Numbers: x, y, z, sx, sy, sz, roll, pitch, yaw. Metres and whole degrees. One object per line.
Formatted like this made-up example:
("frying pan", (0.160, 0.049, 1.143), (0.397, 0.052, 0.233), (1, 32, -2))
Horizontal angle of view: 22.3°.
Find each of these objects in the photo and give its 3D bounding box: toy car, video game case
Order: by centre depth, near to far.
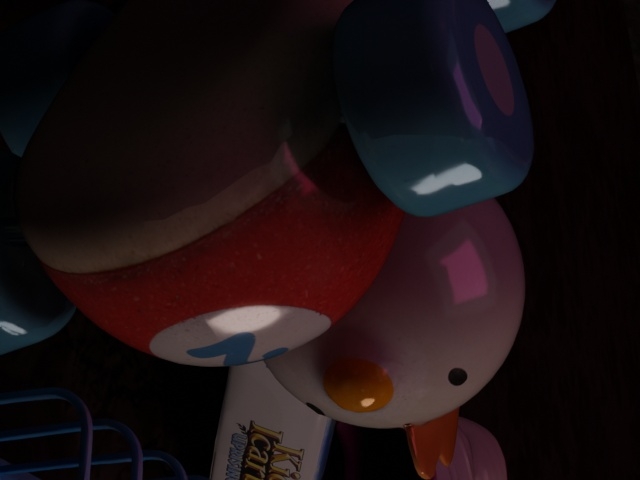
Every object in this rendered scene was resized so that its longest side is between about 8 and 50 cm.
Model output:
("toy car", (0.007, 0.010, 0.614), (0.238, 0.219, 0.210), (58, 28, -27))
("video game case", (0.000, 0.000, 0.887), (0.269, 0.061, 0.244), (-76, 177, -46))

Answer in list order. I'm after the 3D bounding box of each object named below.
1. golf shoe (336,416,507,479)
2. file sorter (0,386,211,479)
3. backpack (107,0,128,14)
("golf shoe", (0.055, 0.239, 1.042), (0.140, 0.115, 0.306), (40, 38, -46))
("file sorter", (-0.101, 0.138, 0.647), (0.170, 0.105, 0.118), (46, 40, -57))
("backpack", (-0.070, -0.078, 0.818), (0.098, 0.101, 0.120), (42, 39, -20))
